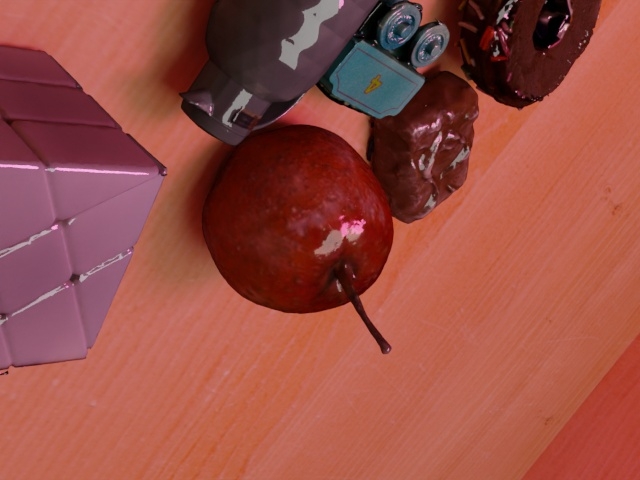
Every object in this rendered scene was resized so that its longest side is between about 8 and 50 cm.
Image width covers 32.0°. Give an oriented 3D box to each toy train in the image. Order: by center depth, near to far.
[{"bbox_3d":[0.062,-0.237,1.357,0.154,0.107,0.198,-50,149,15],"label":"toy train"}]

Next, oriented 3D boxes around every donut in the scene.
[{"bbox_3d":[0.286,-0.310,1.524,0.270,0.103,0.269,-31,135,-37],"label":"donut"}]

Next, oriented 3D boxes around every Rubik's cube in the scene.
[{"bbox_3d":[-0.313,-0.033,1.000,0.221,0.225,0.231,-1,125,-49],"label":"Rubik's cube"}]

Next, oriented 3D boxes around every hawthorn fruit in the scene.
[{"bbox_3d":[-0.015,-0.028,1.372,0.231,0.263,0.235,-52,126,-37],"label":"hawthorn fruit"}]

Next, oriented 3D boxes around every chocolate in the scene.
[{"bbox_3d":[0.149,-0.123,1.584,0.148,0.093,0.214,-32,144,-23],"label":"chocolate"}]

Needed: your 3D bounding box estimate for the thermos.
[{"bbox_3d":[-0.036,-0.233,1.210,0.286,0.145,0.182,-54,155,10],"label":"thermos"}]
